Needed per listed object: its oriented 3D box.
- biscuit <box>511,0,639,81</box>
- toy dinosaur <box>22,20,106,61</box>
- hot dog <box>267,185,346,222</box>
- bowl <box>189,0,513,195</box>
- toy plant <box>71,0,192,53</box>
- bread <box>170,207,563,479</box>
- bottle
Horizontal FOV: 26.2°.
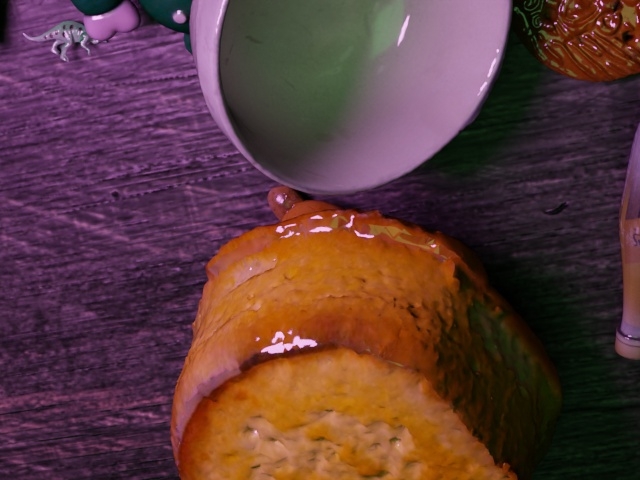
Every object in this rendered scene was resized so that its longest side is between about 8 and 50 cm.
[{"bbox_3d":[0.268,-0.244,1.311,0.188,0.027,0.187,3,108,10],"label":"biscuit"},{"bbox_3d":[-0.261,-0.219,1.420,0.083,0.021,0.062,25,103,-2],"label":"toy dinosaur"},{"bbox_3d":[-0.001,0.002,1.424,0.140,0.060,0.090,29,109,-10],"label":"hot dog"},{"bbox_3d":[0.010,-0.210,1.263,0.307,0.163,0.307,-17,126,-25],"label":"bowl"},{"bbox_3d":[-0.126,-0.289,1.317,0.233,0.112,0.243,13,115,-9],"label":"toy plant"},{"bbox_3d":[0.030,0.161,1.360,0.398,0.215,0.398,6,126,9],"label":"bread"},{"bbox_3d":[0.331,-0.006,1.347,0.083,0.083,0.269,8,115,8],"label":"bottle"}]
